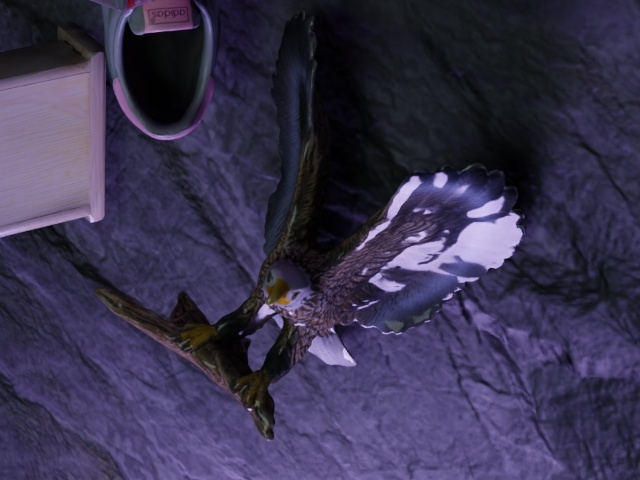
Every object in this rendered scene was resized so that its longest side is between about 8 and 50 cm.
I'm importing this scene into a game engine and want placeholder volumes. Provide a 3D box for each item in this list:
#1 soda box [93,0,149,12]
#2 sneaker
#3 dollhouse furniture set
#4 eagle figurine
[{"bbox_3d":[-0.088,-0.245,1.255,0.092,0.263,0.083,23,124,28],"label":"soda box"},{"bbox_3d":[-0.120,-0.227,1.367,0.131,0.112,0.319,-110,14,-57],"label":"sneaker"},{"bbox_3d":[-0.401,-0.153,1.640,0.394,0.256,0.362,40,135,45],"label":"dollhouse furniture set"},{"bbox_3d":[0.001,0.004,1.403,0.226,0.225,0.298,29,104,-27],"label":"eagle figurine"}]
